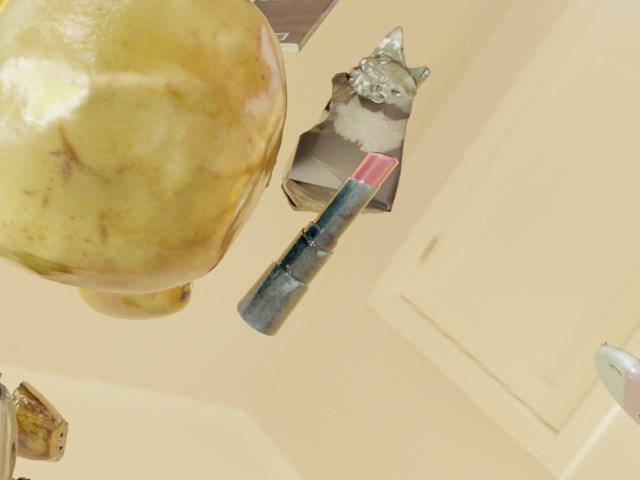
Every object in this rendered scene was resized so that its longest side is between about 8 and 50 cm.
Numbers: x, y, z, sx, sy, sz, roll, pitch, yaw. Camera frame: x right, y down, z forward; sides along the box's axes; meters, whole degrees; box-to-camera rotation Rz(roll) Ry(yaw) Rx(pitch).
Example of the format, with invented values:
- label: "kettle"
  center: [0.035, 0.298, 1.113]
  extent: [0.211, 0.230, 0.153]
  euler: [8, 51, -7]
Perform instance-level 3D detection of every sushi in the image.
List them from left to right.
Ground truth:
- label: "sushi"
  center: [0.043, -0.145, 1.266]
  extent: [0.134, 0.273, 0.109]
  euler: [22, 154, -9]

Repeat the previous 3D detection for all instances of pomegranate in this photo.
- label: "pomegranate"
  center: [-0.190, -0.110, 0.931]
  extent: [0.332, 0.333, 0.332]
  euler: [33, -170, -6]

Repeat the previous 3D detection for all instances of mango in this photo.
- label: "mango"
  center: [-0.309, 0.062, 1.606]
  extent: [0.253, 0.113, 0.138]
  euler: [-5, 119, 41]

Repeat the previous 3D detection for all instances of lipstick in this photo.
- label: "lipstick"
  center: [0.000, 0.000, 1.027]
  extent: [0.053, 0.234, 0.053]
  euler: [33, -158, -15]

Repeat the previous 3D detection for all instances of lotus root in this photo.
- label: "lotus root"
  center: [-0.479, 0.309, 1.596]
  extent: [0.135, 0.159, 0.095]
  euler: [28, -142, 3]

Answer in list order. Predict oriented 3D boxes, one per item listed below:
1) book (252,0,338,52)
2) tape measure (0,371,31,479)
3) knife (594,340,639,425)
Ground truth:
- label: "book"
  center: [-0.073, -0.372, 1.692]
  extent: [0.160, 0.024, 0.228]
  euler: [1, -146, 21]
- label: "tape measure"
  center: [-0.384, 0.262, 1.078]
  extent: [0.133, 0.271, 0.231]
  euler: [2, 177, -15]
- label: "knife"
  center: [0.304, 0.115, 0.757]
  extent: [0.132, 0.038, 0.398]
  euler: [51, 167, 9]
